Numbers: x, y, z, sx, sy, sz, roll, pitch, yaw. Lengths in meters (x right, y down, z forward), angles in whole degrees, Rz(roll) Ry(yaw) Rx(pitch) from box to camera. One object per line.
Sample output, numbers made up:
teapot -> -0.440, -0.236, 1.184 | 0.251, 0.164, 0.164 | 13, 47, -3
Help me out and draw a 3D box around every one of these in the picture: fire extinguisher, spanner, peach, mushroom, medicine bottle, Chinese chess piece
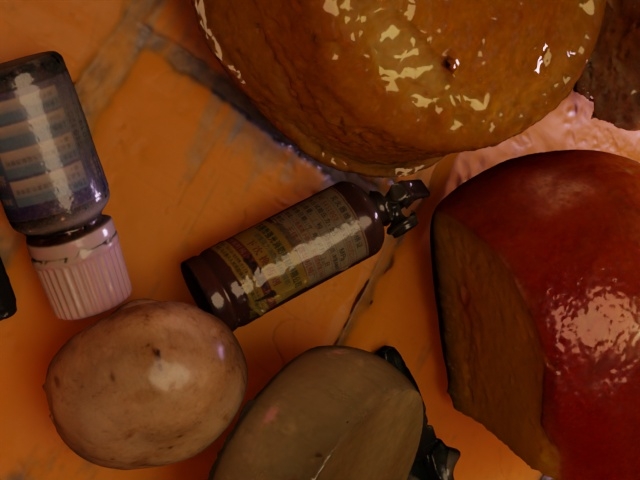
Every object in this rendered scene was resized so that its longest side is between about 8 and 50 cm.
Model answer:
fire extinguisher -> -0.002, -0.007, 0.997 | 0.252, 0.106, 0.075 | -29, 103, -16
spanner -> 0.110, 0.258, 1.109 | 0.096, 0.040, 0.325 | -25, 102, -40
peach -> 0.280, 0.073, 1.083 | 0.380, 0.242, 0.306 | 11, 97, -31
mushroom -> -0.142, 0.112, 0.897 | 0.166, 0.127, 0.166 | -19, 145, -14
medicine bottle -> -0.207, -0.040, 0.866 | 0.083, 0.083, 0.203 | -26, 109, -25
Chinese chess piece -> -0.004, 0.199, 0.962 | 0.238, 0.092, 0.237 | -42, 148, -35

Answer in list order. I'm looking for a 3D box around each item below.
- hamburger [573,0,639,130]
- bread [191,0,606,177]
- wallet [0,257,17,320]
hamburger -> 0.415, -0.341, 1.093 | 0.287, 0.268, 0.445 | -12, 102, -33
bread -> 0.072, -0.237, 0.936 | 0.358, 0.204, 0.337 | 43, 70, -26
wallet -> -0.321, -0.033, 0.834 | 0.124, 0.025, 0.244 | -23, 108, -26
